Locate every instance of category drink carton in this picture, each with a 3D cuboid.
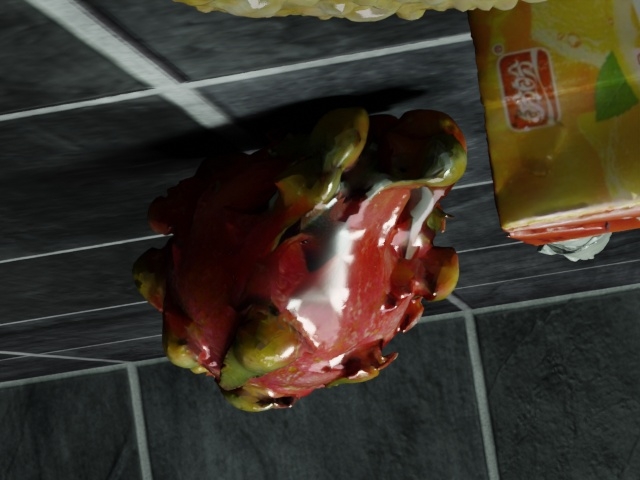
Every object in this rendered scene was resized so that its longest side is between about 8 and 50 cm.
[{"bbox_3d":[0.164,-0.065,0.619,0.223,0.096,0.071,-11,174,15],"label":"drink carton"}]

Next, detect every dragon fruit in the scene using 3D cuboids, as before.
[{"bbox_3d":[0.000,0.000,0.918,0.208,0.133,0.150,-36,-177,43],"label":"dragon fruit"}]

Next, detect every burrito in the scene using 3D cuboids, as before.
[{"bbox_3d":[0.163,-0.019,1.237,0.064,0.064,0.203,-9,174,6],"label":"burrito"}]

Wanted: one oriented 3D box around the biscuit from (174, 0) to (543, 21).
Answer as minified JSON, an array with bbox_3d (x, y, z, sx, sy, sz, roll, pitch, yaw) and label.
[{"bbox_3d":[0.057,-0.094,0.488,0.220,0.033,0.220,-10,173,-1],"label":"biscuit"}]
